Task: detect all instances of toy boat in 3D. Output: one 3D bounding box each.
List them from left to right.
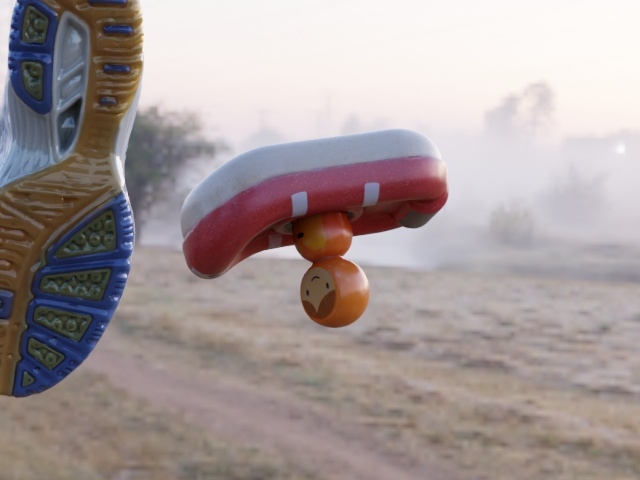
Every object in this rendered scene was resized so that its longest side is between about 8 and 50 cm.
[{"bbox_3d":[0.000,0.000,1.304,0.231,0.151,0.151,-9,-12,-13],"label":"toy boat"}]

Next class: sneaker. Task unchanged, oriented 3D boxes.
[{"bbox_3d":[-0.174,-0.042,1.051,0.112,0.296,0.131,14,4,-9],"label":"sneaker"}]
